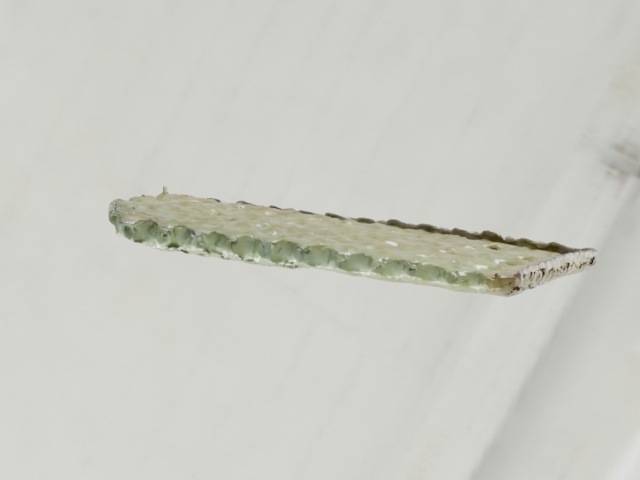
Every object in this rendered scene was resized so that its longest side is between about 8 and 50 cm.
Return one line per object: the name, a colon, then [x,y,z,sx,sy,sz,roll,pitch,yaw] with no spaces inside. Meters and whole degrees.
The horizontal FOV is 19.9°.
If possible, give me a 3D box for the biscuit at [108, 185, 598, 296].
biscuit: [0.000,-0.001,0.733,0.203,0.144,0.016,8,-83,19]
